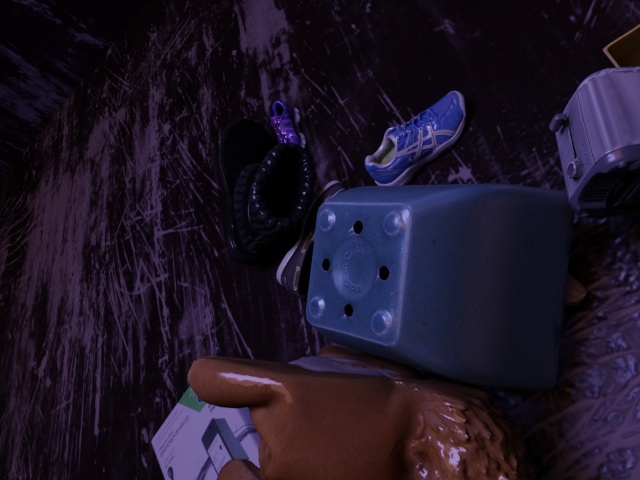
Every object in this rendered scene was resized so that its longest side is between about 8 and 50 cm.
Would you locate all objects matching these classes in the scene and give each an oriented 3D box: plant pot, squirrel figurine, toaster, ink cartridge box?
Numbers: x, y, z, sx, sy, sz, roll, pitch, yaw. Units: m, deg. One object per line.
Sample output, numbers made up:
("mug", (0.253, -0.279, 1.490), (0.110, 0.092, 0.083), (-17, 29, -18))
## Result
("plant pot", (0.125, 0.044, 0.669), (0.248, 0.252, 0.247), (5, 89, 49))
("squirrel figurine", (0.053, 0.334, 0.615), (0.397, 0.281, 0.370), (4, 86, 30))
("toaster", (0.387, -0.114, 0.628), (0.227, 0.129, 0.146), (-1, 58, -2))
("plant pot", (0.434, -0.226, 0.701), (0.081, 0.083, 0.081), (-33, 51, 27))
("ink cartridge box", (-0.150, 0.382, 0.932), (0.211, 0.121, 0.289), (-55, 44, 9))

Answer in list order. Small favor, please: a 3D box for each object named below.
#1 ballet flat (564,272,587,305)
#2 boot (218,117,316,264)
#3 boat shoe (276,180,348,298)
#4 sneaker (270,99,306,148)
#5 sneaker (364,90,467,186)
("ballet flat", (0.260, 0.028, 0.744), (0.206, 0.073, 0.067), (19, 126, 46))
("boot", (-0.111, -0.141, 1.072), (0.260, 0.131, 0.348), (131, 133, -61))
("boat shoe", (0.000, 0.000, 1.012), (0.068, 0.081, 0.228), (37, 104, 44))
("sneaker", (-0.083, -0.242, 1.211), (0.068, 0.071, 0.170), (-33, 52, 29))
("sneaker", (0.165, -0.174, 0.934), (0.211, 0.081, 0.080), (-47, 44, 14))
